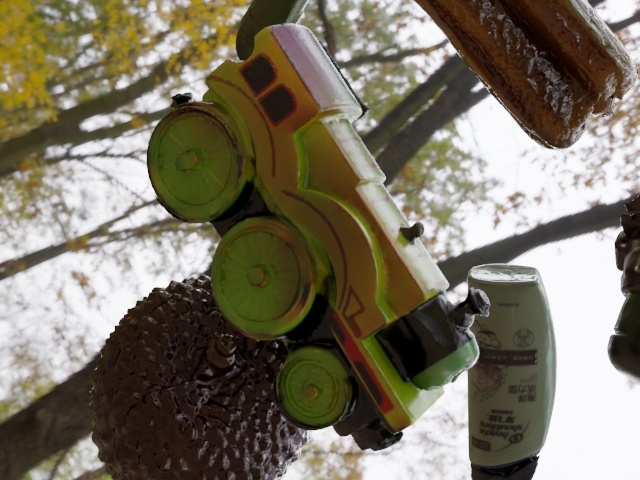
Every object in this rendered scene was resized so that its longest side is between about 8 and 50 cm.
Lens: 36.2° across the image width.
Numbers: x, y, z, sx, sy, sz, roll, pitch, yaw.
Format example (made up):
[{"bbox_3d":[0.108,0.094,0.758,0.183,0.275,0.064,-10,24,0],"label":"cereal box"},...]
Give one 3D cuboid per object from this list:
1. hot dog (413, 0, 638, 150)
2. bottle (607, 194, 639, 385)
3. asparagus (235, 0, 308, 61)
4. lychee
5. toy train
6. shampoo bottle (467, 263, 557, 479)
[{"bbox_3d":[0.231,-0.269,1.194,0.158,0.117,0.349,-43,-81,11],"label":"hot dog"},{"bbox_3d":[0.309,-0.009,0.767,0.143,0.271,0.156,32,-7,-13],"label":"bottle"},{"bbox_3d":[-0.030,-0.389,1.404,0.082,0.085,0.343,40,-48,4],"label":"asparagus"},{"bbox_3d":[-0.138,0.180,1.142,0.276,0.275,0.304,50,-29,18],"label":"lychee"},{"bbox_3d":[0.000,0.000,0.687,0.160,0.100,0.296,-34,-97,24],"label":"toy train"},{"bbox_3d":[0.291,0.215,1.494,0.134,0.078,0.360,1,-69,12],"label":"shampoo bottle"}]
